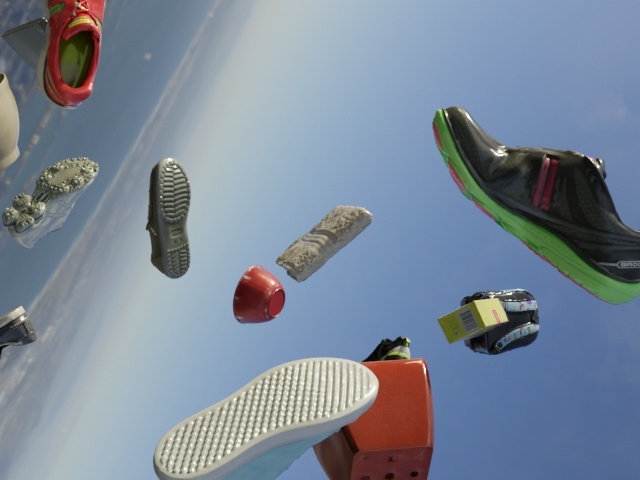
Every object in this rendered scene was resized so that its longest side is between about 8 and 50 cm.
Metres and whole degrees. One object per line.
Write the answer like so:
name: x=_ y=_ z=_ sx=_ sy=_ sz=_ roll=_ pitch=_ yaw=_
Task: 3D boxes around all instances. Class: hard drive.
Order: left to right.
hard drive: x=-0.530 y=-0.369 z=1.555 sx=0.135 sy=0.094 sz=0.022 roll=-2 pitch=-130 yaw=42

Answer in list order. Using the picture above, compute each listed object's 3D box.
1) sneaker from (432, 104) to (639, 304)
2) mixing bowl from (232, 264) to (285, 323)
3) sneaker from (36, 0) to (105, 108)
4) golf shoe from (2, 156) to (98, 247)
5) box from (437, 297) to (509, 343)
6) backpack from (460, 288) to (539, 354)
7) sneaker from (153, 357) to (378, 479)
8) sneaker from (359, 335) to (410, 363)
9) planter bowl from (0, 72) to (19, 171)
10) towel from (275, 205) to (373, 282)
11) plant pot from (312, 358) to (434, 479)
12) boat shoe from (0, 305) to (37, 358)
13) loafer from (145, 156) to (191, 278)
sneaker: x=0.405 y=-0.092 z=1.485 sx=0.202 sy=0.482 sz=0.185 roll=-52 pitch=177 yaw=6
mixing bowl: x=-0.167 y=0.172 z=2.429 sx=0.181 sy=0.098 sz=0.181 roll=-38 pitch=136 yaw=-49
sneaker: x=-0.370 y=-0.342 z=1.270 sx=0.118 sy=0.107 sz=0.279 roll=17 pitch=-75 yaw=57
golf shoe: x=-0.423 y=-0.061 z=1.307 sx=0.176 sy=0.069 sz=0.086 roll=-45 pitch=157 yaw=-28
box: x=0.311 y=0.160 z=1.654 sx=0.087 sy=0.058 sz=0.232 roll=-29 pitch=166 yaw=19
backpack: x=0.448 y=0.195 z=2.026 sx=0.117 sy=0.173 sz=0.158 roll=-9 pitch=-90 yaw=64
sneaker: x=-0.079 y=0.299 z=1.257 sx=0.135 sy=0.365 sz=0.150 roll=52 pitch=-29 yaw=40
sneaker: x=0.173 y=0.308 z=2.154 sx=0.234 sy=0.084 sz=0.097 roll=-33 pitch=-144 yaw=56
planter bowl: x=-0.480 y=-0.145 z=1.123 sx=0.162 sy=0.109 sz=0.162 roll=-16 pitch=-150 yaw=9
towel: x=0.000 y=0.000 z=1.610 sx=0.187 sy=0.049 sz=0.282 roll=-41 pitch=-172 yaw=-6
plant pot: x=0.132 y=0.458 z=1.904 sx=0.236 sy=0.267 sz=0.267 roll=-107 pitch=-162 yaw=-54
boat shoe: x=-0.544 y=0.182 z=1.329 sx=0.206 sy=0.065 sz=0.075 roll=-32 pitch=-170 yaw=16
loafer: x=-0.327 y=-0.047 z=1.701 sx=0.094 sy=0.087 sz=0.251 roll=-10 pitch=104 yaw=-52
